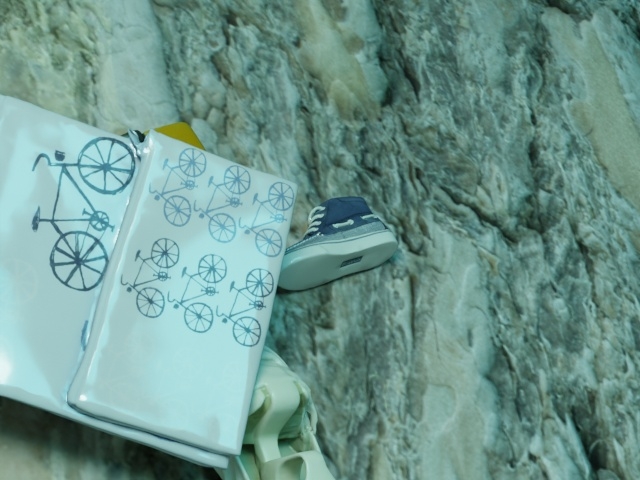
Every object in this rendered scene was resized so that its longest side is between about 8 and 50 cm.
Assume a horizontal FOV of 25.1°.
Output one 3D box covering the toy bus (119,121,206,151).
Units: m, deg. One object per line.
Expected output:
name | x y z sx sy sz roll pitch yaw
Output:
toy bus | -0.257 -0.026 1.546 0.333 0.130 0.108 -25 81 -38

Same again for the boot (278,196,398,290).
boot | 0.000 0.000 1.719 0.190 0.069 0.086 -11 54 -42

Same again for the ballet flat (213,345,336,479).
ballet flat | -0.041 0.221 1.479 0.139 0.139 0.400 -7 59 -31

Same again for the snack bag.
snack bag | -0.207 0.028 1.429 0.343 0.037 0.323 20 64 -15
